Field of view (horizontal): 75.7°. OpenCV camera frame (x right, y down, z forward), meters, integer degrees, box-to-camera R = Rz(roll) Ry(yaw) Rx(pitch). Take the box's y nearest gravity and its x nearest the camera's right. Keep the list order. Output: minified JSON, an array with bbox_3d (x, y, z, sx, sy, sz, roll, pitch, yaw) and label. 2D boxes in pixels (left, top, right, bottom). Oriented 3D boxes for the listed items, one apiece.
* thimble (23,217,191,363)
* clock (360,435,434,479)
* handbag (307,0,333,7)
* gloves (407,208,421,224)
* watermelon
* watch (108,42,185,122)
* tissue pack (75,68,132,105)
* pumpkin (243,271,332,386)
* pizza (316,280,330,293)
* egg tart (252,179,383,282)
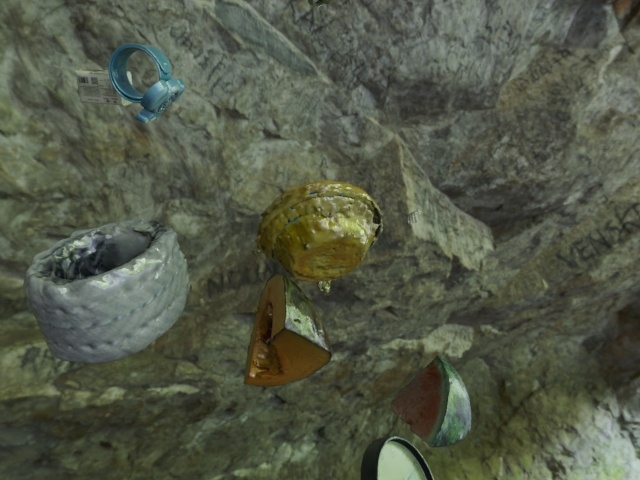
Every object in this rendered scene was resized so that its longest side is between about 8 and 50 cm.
[{"bbox_3d":[-0.353,0.075,0.705,0.245,0.217,0.157,-29,-49,-39],"label":"thimble"},{"bbox_3d":[0.221,0.674,1.106,0.280,0.281,0.055,18,-45,-43],"label":"clock"},{"bbox_3d":[0.042,-0.773,1.169,0.219,0.079,0.256,-48,2,-6],"label":"handbag"},{"bbox_3d":[0.345,-0.090,1.519,0.037,0.081,0.044,33,-28,-4],"label":"gloves"},{"bbox_3d":[0.276,0.396,1.029,0.202,0.208,0.136,-8,-21,5],"label":"watermelon"},{"bbox_3d":[-0.545,-0.492,1.265,0.211,0.211,0.193,-32,-72,37],"label":"watch"},{"bbox_3d":[-0.731,-0.524,1.404,0.148,0.099,0.106,6,-63,1],"label":"tissue pack"},{"bbox_3d":[-0.060,0.180,0.857,0.148,0.169,0.312,15,-41,-19],"label":"pumpkin"},{"bbox_3d":[0.078,0.064,1.596,0.075,0.280,0.288,31,-61,-7],"label":"pizza"},{"bbox_3d":[0.000,0.000,1.170,0.387,0.169,0.388,-8,-35,-5],"label":"egg tart"}]
